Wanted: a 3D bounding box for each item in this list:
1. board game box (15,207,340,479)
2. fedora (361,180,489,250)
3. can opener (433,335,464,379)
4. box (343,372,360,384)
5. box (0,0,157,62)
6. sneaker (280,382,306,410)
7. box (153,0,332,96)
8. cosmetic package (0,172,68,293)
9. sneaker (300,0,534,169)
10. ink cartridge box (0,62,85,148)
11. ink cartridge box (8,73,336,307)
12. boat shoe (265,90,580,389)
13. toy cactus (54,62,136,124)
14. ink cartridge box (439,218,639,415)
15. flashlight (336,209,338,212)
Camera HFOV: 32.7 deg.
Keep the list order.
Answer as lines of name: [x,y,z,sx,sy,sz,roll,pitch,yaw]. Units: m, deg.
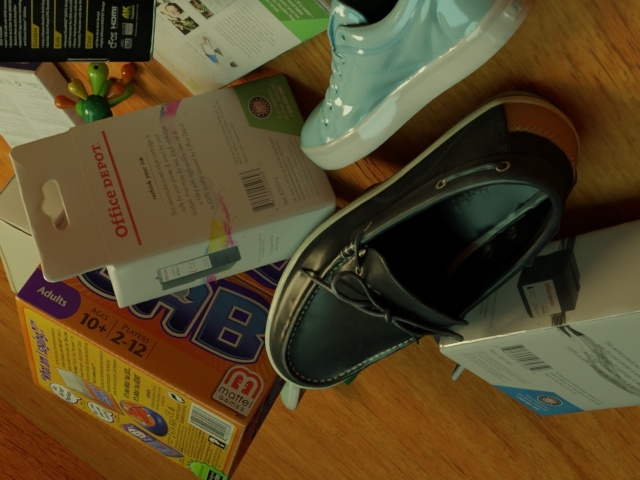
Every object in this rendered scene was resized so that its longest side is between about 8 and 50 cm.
board game box: [-0.199,0.101,1.653,0.356,0.356,0.356,28,152,4]
fedora: [0.147,-0.036,1.391,0.194,0.079,0.194,25,154,13]
can opener: [0.228,0.125,1.583,0.093,0.074,0.280,30,152,3]
box: [0.051,0.117,1.627,0.043,0.179,0.105,4,142,40]
box: [-0.287,-0.329,1.077,0.257,0.079,0.322,-2,131,-16]
sneaker: [-0.091,0.208,2.004,0.151,0.094,0.256,16,140,14]
box: [-0.135,-0.297,1.264,0.232,0.058,0.322,42,151,-21]
cosmetic package: [-0.491,-0.010,1.969,0.113,0.160,0.309,27,151,8]
sneaker: [0.060,-0.207,1.153,0.150,0.135,0.366,39,140,-13]
ink cartridge box: [-0.458,-0.209,1.730,0.223,0.045,0.224,12,148,32]
ink cartridge box: [-0.180,-0.054,1.344,0.119,0.353,0.207,99,152,-62]
boat shoe: [0.098,0.036,1.260,0.186,0.156,0.500,33,125,-20]
toy cactus: [-0.325,-0.161,1.537,0.112,0.181,0.219,15,148,-15]
ink cartridge box: [0.334,0.100,1.300,0.223,0.129,0.307,34,146,-33]
flashlight: [0.000,0.000,1.487,0.304,0.103,0.103,37,-168,9]
